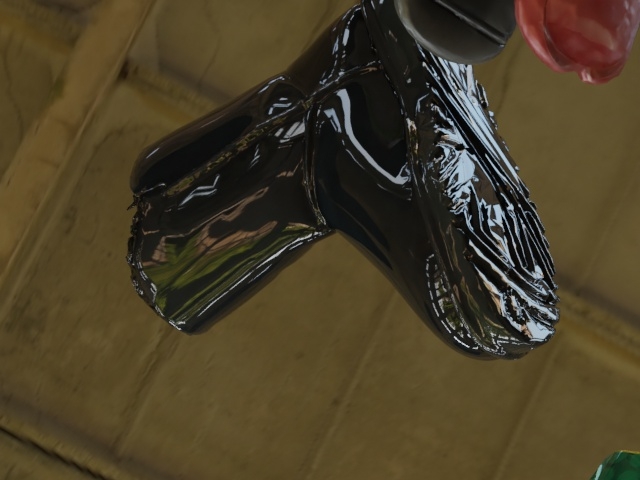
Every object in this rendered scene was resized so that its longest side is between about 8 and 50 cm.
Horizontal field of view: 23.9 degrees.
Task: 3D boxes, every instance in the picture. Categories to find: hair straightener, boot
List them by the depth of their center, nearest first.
[{"bbox_3d":[0.062,-0.153,0.369,0.047,0.089,0.230,17,-92,-41],"label":"hair straightener"},{"bbox_3d":[0.000,0.000,0.785,0.094,0.207,0.246,29,-145,-43],"label":"boot"}]

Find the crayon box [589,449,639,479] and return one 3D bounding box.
[{"bbox_3d":[0.169,0.127,0.235,0.081,0.278,0.165,-51,-63,-26],"label":"crayon box"}]
